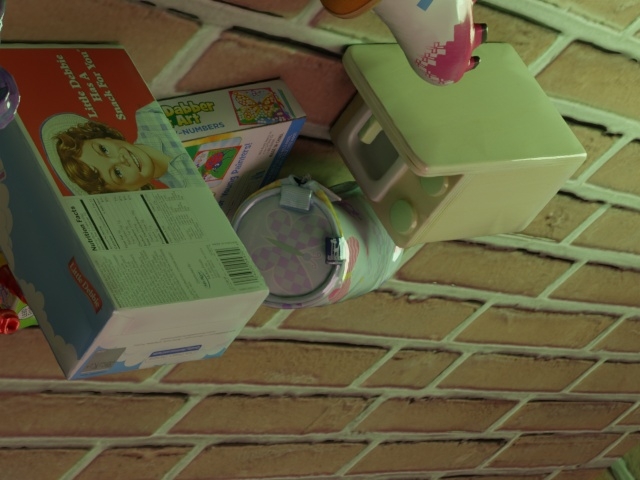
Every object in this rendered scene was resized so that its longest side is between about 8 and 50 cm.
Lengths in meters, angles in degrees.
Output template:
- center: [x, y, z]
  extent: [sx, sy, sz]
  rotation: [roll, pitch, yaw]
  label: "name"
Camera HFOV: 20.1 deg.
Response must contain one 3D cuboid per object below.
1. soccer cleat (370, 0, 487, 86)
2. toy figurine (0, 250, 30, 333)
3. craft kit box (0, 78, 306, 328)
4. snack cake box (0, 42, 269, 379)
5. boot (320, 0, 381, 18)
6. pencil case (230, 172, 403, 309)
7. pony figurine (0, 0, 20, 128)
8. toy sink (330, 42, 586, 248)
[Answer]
- center: [0.060, -0.237, 1.492]
  extent: [0.143, 0.116, 0.331]
  rotation: [-12, 150, -4]
  label: "soccer cleat"
- center: [-0.362, 0.112, 1.441]
  extent: [0.362, 0.191, 0.217]
  rotation: [6, 110, -44]
  label: "toy figurine"
- center: [-0.162, -0.031, 1.657]
  extent: [0.246, 0.061, 0.250]
  rotation: [-16, 151, -35]
  label: "craft kit box"
- center: [-0.173, -0.030, 1.396]
  extent: [0.152, 0.264, 0.089]
  rotation: [-6, 145, -42]
  label: "snack cake box"
- center: [0.000, -0.289, 1.153]
  extent: [0.211, 0.104, 0.295]
  rotation: [6, 122, -39]
  label: "boot"
- center: [0.000, 0.000, 1.746]
  extent: [0.113, 0.124, 0.273]
  rotation: [-2, 180, 16]
  label: "pencil case"
- center: [-0.320, -0.139, 1.021]
  extent: [0.351, 0.363, 0.303]
  rotation: [-52, 144, 6]
  label: "pony figurine"
- center: [0.109, -0.091, 1.737]
  extent: [0.234, 0.153, 0.131]
  rotation: [-7, 146, -43]
  label: "toy sink"
